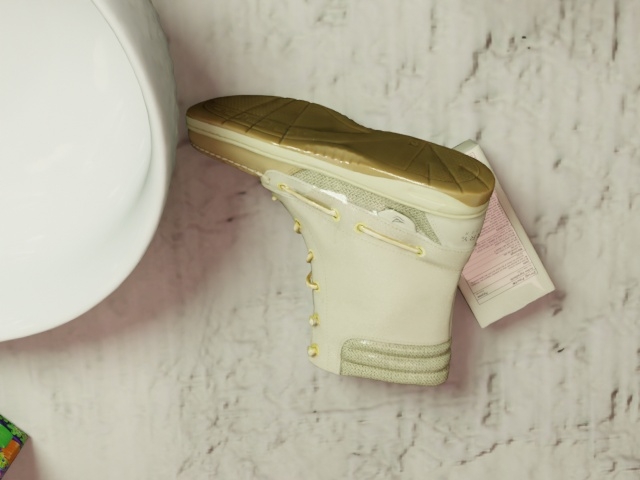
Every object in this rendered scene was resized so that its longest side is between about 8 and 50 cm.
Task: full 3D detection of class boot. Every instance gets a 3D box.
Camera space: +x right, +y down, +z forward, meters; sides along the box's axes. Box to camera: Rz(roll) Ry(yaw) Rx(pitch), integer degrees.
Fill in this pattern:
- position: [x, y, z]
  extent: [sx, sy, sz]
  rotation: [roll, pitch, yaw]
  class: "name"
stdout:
- position: [0.000, 0.000, 0.771]
  extent: [0.213, 0.077, 0.165]
  rotation: [19, 122, 19]
  class: "boot"

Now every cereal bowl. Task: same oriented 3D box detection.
- position: [-0.245, -0.101, 0.689]
  extent: [0.338, 0.141, 0.339]
  rotation: [2, 130, 2]
  class: "cereal bowl"

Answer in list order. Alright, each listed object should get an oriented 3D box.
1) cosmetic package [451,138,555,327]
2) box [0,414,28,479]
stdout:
- position: [0.107, -0.005, 0.794]
  extent: [0.060, 0.041, 0.115]
  rotation: [-27, 101, 5]
  class: "cosmetic package"
- position: [-0.371, 0.143, 0.694]
  extent: [0.290, 0.279, 0.177]
  rotation: [39, 98, -9]
  class: "box"
